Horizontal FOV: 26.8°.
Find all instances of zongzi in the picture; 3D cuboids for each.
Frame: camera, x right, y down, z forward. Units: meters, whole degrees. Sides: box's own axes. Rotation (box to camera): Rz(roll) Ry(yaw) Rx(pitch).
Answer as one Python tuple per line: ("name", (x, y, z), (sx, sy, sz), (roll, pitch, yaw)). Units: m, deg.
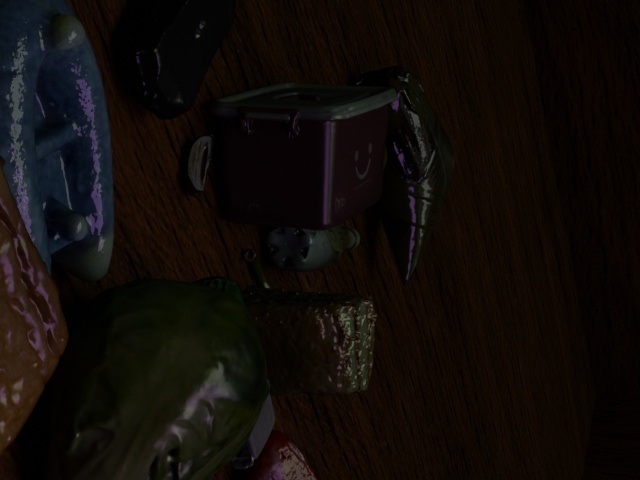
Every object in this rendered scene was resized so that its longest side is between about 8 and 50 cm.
("zongzi", (0.130, -0.107, 2.267), (0.286, 0.138, 0.300), (54, 42, -51))

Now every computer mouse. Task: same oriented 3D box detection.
("computer mouse", (-0.172, -0.245, 1.586), (0.122, 0.073, 0.217), (62, 40, -44))

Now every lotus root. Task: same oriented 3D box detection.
("lotus root", (-0.154, -0.094, 1.679), (0.037, 0.030, 0.083), (119, -18, -68))

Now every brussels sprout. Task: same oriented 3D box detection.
("brussels sprout", (-0.174, 0.163, 1.380), (0.219, 0.210, 0.271), (96, 18, -55))

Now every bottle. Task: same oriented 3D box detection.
("bottle", (0.000, 0.000, 1.993), (0.269, 0.083, 0.083), (-10, 98, -70))

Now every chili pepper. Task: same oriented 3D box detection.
("chili pepper", (-0.050, 0.374, 1.799), (0.253, 0.144, 0.136), (66, 22, -15))

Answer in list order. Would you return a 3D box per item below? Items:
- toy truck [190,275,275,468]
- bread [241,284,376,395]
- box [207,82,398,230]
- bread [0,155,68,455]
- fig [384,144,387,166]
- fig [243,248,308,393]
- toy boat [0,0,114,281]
("toy truck", (-0.126, 0.153, 1.604), (0.101, 0.125, 0.242), (-63, 146, -52))
("bread", (-0.032, 0.133, 1.750), (0.102, 0.196, 0.138), (-40, 130, -59))
("box", (-0.020, -0.119, 1.825), (0.294, 0.193, 0.167), (-30, 124, -67))
("bread", (-0.351, 0.068, 1.016), (0.328, 0.148, 0.337), (-65, 149, -41))
("fig", (0.034, -0.141, 2.034), (0.153, 0.121, 0.136), (-28, 77, -46))
("fig", (-0.047, 0.107, 1.877), (0.236, 0.124, 0.124), (53, 34, -17))
("toy boat", (-0.259, -0.091, 1.289), (0.215, 0.123, 0.330), (-39, 125, -62))
